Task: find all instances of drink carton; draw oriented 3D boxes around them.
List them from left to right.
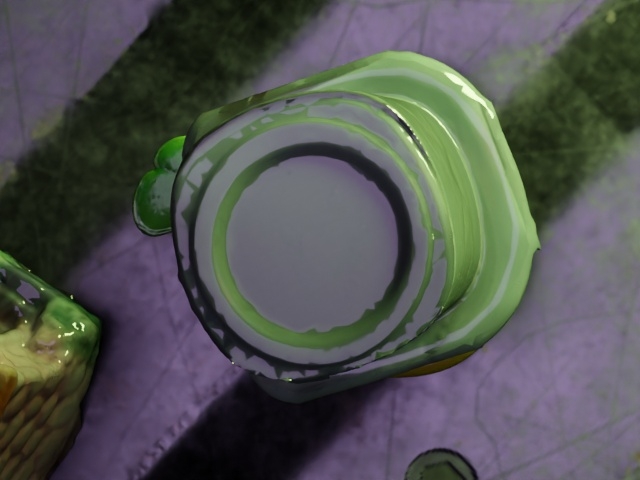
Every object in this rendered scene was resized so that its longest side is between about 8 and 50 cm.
[{"bbox_3d":[0.011,-0.013,1.007,0.191,0.189,0.185,-16,86,10],"label":"drink carton"}]

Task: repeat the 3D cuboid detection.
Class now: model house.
[{"bbox_3d":[-0.289,0.086,1.082,0.237,0.237,0.202,35,101,9],"label":"model house"}]

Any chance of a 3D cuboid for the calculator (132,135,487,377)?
[{"bbox_3d":[0.000,0.000,1.118,0.235,0.032,0.146,21,97,9],"label":"calculator"}]
